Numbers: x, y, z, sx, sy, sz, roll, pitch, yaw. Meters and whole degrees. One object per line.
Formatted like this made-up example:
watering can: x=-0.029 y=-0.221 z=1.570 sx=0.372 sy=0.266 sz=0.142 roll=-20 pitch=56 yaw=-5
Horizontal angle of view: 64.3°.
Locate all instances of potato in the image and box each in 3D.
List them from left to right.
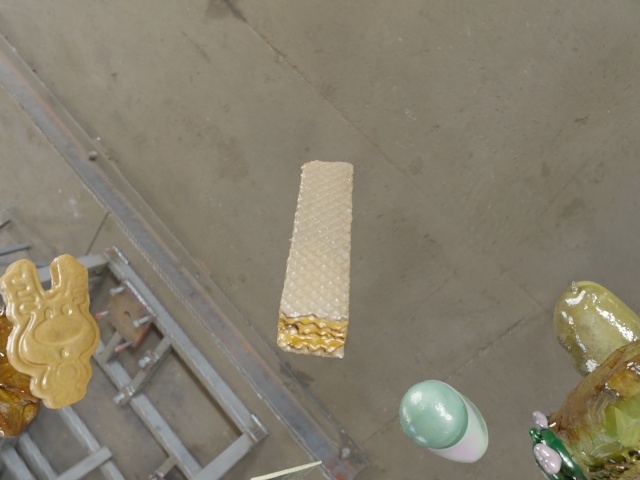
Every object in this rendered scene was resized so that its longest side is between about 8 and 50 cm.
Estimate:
potato: x=0.620 y=0.201 z=1.136 sx=0.174 sy=0.159 sz=0.251 roll=-31 pitch=88 yaw=16

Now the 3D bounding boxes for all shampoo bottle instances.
shampoo bottle: x=0.296 y=0.433 z=1.239 sx=0.151 sy=0.349 sz=0.222 roll=-40 pitch=57 yaw=4

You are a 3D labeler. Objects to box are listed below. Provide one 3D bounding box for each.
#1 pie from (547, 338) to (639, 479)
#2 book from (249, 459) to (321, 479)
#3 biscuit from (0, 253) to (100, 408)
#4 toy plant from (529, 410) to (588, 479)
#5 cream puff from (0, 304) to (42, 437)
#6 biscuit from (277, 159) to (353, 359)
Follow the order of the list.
pie: x=0.352 y=0.126 z=0.469 sx=0.288 sy=0.354 sz=0.103 roll=-29 pitch=60 yaw=6
book: x=-0.098 y=0.518 z=1.100 sx=0.127 sy=0.182 sz=0.014 roll=-49 pitch=51 yaw=37
biscuit: x=-0.417 y=0.141 z=0.797 sx=0.040 sy=0.144 sz=0.236 roll=-17 pitch=85 yaw=37
toy plant: x=0.592 y=0.533 z=1.221 sx=0.112 sy=0.232 sz=0.243 roll=-47 pitch=70 yaw=22
cream puff: x=-0.620 y=0.236 z=0.925 sx=0.269 sy=0.241 sz=0.155 roll=-1 pitch=149 yaw=-5
biscuit: x=0.000 y=0.000 z=0.762 sx=0.094 sy=0.378 sz=0.054 roll=7 pitch=132 yaw=0
